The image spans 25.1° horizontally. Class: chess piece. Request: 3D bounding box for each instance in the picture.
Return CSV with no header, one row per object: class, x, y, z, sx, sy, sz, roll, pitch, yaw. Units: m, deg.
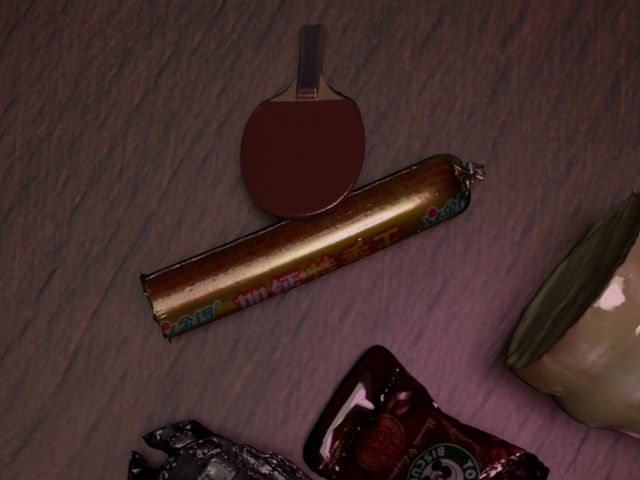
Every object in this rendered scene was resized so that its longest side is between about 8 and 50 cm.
chess piece,0.417,0.167,1.396,0.442,0.234,0.234,37,85,-2

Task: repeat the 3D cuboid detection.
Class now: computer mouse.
computer mouse,-0.089,0.276,1.439,0.241,0.077,0.146,36,65,8

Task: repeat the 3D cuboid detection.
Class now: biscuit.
biscuit,0.096,0.221,1.427,0.235,0.063,0.151,34,85,39

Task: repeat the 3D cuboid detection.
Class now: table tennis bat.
table tennis bat,-0.016,-0.122,1.478,0.130,0.019,0.220,0,68,13

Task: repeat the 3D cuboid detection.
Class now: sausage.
sausage,0.000,0.000,1.473,0.371,0.082,0.082,-22,86,-4
